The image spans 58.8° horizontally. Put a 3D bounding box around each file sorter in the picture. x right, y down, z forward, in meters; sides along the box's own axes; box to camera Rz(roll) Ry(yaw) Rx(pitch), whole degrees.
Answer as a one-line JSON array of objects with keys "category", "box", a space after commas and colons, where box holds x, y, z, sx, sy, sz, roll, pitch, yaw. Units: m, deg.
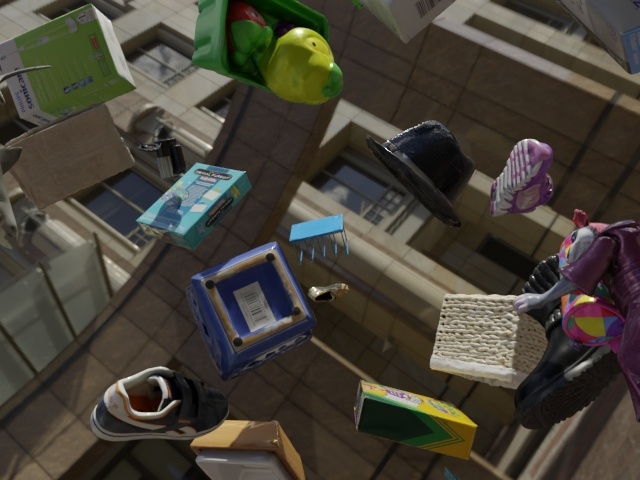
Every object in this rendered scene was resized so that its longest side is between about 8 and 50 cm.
[{"category": "file sorter", "box": [0.000, 0.000, 1.830, 0.118, 0.170, 0.104, -87, -18, -63]}]

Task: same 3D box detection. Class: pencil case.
[{"category": "pencil case", "box": [0.460, 0.080, 0.966, 0.236, 0.104, 0.104, -62, -9, -50]}]

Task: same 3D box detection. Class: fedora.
[{"category": "fedora", "box": [0.258, -0.180, 1.336, 0.152, 0.334, 0.334, -44, -18, 7]}]

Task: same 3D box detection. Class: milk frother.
[{"category": "milk frother", "box": [-0.547, -0.276, 1.953, 0.143, 0.129, 0.134, -16, -75, -26]}]

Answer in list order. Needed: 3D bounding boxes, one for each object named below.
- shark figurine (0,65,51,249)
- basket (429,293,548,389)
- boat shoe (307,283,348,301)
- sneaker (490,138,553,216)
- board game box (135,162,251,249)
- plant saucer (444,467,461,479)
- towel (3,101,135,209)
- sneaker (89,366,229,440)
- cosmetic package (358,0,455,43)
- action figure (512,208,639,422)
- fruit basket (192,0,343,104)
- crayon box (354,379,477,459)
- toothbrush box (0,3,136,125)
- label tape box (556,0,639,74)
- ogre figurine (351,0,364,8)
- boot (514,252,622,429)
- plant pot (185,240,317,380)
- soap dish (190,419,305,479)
[{"category": "shark figurine", "box": [-0.488, -0.145, 0.852, 0.116, 0.166, 0.278, -35, -33, -59]}, {"category": "basket", "box": [0.592, 0.339, 1.859, 0.328, 0.331, 0.266, 21, -107, -34]}, {"category": "boat shoe", "box": [0.029, 0.166, 1.737, 0.135, 0.045, 0.050, -7, -52, -24]}, {"category": "sneaker", "box": [0.416, -0.117, 1.122, 0.236, 0.105, 0.095, 93, -174, -68]}, {"category": "board game box", "box": [-0.446, -0.129, 2.018, 0.336, 0.254, 0.079, -52, -41, -31]}, {"category": "plant saucer", "box": [0.295, 0.506, 1.096, 0.018, 0.067, 0.192, -48, 11, -2]}, {"category": "towel", "box": [-0.634, -0.211, 1.431, 0.282, 0.049, 0.187, -28, -52, -13]}, {"category": "sneaker", "box": [-0.314, 0.351, 1.224, 0.321, 0.126, 0.127, 8, -54, -46]}, {"category": "cosmetic package", "box": [0.168, -0.703, 1.461, 0.197, 0.365, 0.155, -41, -31, 7]}, {"category": "action figure", "box": [0.462, 0.073, 0.798, 0.248, 0.370, 0.275, -1, -42, -19]}, {"category": "fruit basket", "box": [-0.090, -0.474, 1.410, 0.392, 0.392, 0.283, 2, -85, -68]}, {"category": "crayon box", "box": [0.266, 0.524, 1.701, 0.363, 0.313, 0.106, 72, -149, -83]}, {"category": "toothbrush box", "box": [-0.666, -0.453, 1.492, 0.283, 0.206, 0.122, -23, -3, 2]}, {"category": "label tape box", "box": [0.438, -0.339, 0.809, 0.115, 0.347, 0.249, -41, -18, 26]}, {"category": "ogre figurine", "box": [0.092, -0.809, 1.720, 0.118, 0.097, 0.197, -59, -23, -63]}, {"category": "boot", "box": [0.483, 0.200, 1.182, 0.348, 0.260, 0.131, -39, -52, -1]}, {"category": "plant pot", "box": [-0.149, 0.148, 1.234, 0.236, 0.236, 0.212, -23, -11, -16]}, {"category": "soap dish", "box": [-0.174, 0.568, 1.472, 0.291, 0.229, 0.118, 72, -160, -46]}]
